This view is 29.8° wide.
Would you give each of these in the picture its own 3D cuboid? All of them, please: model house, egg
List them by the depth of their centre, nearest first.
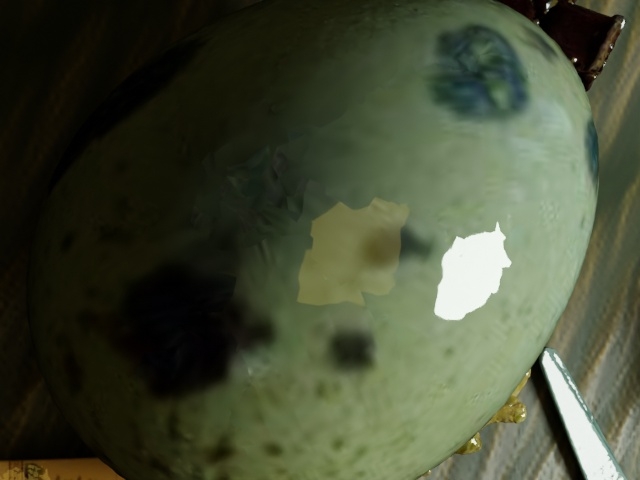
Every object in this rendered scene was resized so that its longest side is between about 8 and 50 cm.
[{"bbox_3d":[0.000,0.000,0.844,0.428,0.345,0.345,-38,103,4],"label":"egg"},{"bbox_3d":[0.158,-0.195,1.015,0.203,0.164,0.141,2,94,-22],"label":"model house"}]

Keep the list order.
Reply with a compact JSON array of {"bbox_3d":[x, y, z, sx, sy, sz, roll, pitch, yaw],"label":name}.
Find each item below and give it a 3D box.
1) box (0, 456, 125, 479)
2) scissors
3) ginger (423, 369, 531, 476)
[{"bbox_3d":[-0.197,0.251,0.902,0.274,0.076,0.174,2,77,-20],"label":"box"},{"bbox_3d":[0.300,0.296,1.129,0.192,0.029,0.447,-29,99,-19],"label":"scissors"},{"bbox_3d":[0.103,0.139,1.030,0.115,0.081,0.205,37,76,-10],"label":"ginger"}]
